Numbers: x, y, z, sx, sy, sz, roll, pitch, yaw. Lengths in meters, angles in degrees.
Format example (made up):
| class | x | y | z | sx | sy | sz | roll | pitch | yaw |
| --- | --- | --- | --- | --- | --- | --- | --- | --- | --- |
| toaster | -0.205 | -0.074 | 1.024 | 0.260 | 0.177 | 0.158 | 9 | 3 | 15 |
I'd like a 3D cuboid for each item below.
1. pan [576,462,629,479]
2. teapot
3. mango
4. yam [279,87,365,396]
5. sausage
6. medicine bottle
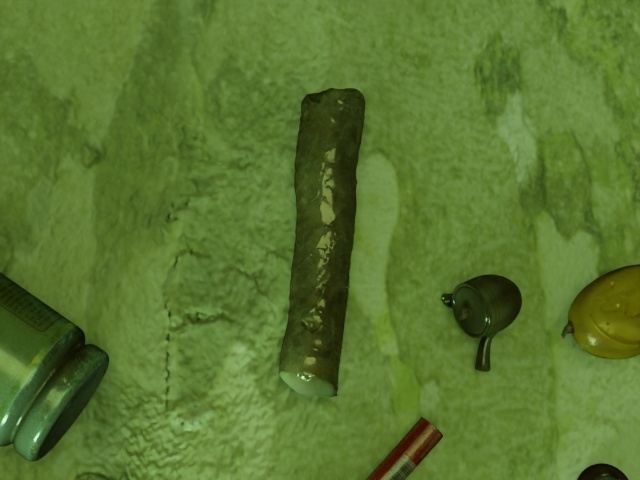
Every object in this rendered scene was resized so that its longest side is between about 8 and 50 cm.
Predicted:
| class | x | y | z | sx | sy | sz | roll | pitch | yaw |
| --- | --- | --- | --- | --- | --- | --- | --- | --- | --- |
| pan | 0.314 | 0.307 | 1.458 | 0.068 | 0.023 | 0.115 | 19 | 76 | -1 |
| teapot | 0.185 | 0.093 | 1.490 | 0.080 | 0.085 | 0.110 | -17 | 108 | -31 |
| mango | 0.360 | 0.078 | 1.496 | 0.187 | 0.066 | 0.101 | -25 | 72 | -15 |
| yam | 0.000 | 0.000 | 1.478 | 0.081 | 0.081 | 0.357 | 7 | 75 | -3 |
| sausage | 0.082 | 0.255 | 1.446 | 0.034 | 0.034 | 0.129 | 42 | 77 | 5 |
| medicine bottle | -0.394 | 0.090 | 1.383 | 0.322 | 0.151 | 0.151 | 34 | 76 | 4 |
